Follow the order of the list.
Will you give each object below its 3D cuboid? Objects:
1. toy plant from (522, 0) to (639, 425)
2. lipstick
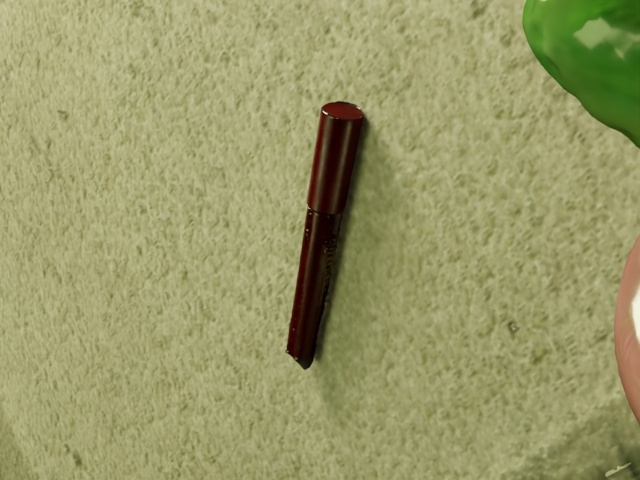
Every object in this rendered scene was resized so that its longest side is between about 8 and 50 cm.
[{"bbox_3d":[0.207,-0.016,0.567,0.211,0.317,0.356,0,132,37],"label":"toy plant"},{"bbox_3d":[0.000,0.000,1.004,0.027,0.027,0.176,34,126,38],"label":"lipstick"}]
